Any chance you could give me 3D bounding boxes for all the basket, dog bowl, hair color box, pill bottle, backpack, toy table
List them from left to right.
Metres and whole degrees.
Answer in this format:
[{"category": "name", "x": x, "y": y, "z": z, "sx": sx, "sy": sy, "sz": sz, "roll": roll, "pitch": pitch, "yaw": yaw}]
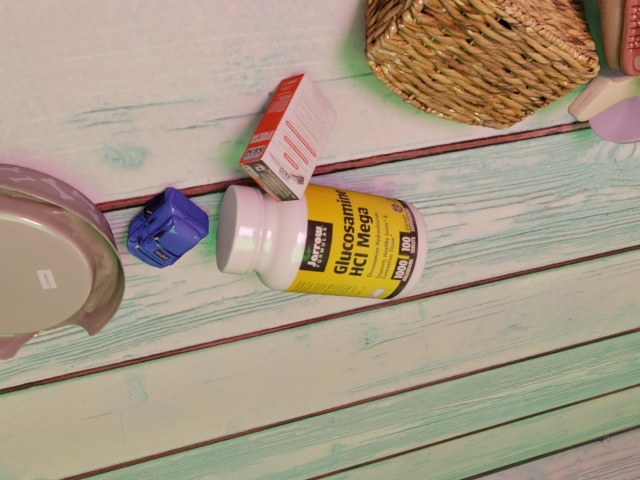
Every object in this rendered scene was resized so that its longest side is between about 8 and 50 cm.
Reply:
[{"category": "dog bowl", "x": -0.488, "y": 0.036, "z": 0.734, "sx": 0.349, "sy": 0.102, "sz": 0.349, "roll": -10, "pitch": 131, "yaw": -11}, {"category": "backpack", "x": -0.259, "y": -0.011, "z": 0.777, "sx": 0.120, "sy": 0.101, "sz": 0.098, "roll": -34, "pitch": 124, "yaw": 14}, {"category": "hair color box", "x": -0.043, "y": -0.151, "z": 0.698, "sx": 0.053, "sy": 0.167, "sz": 0.093, "roll": -2, "pitch": 145, "yaw": 40}, {"category": "pill bottle", "x": 0.000, "y": 0.000, "z": 0.814, "sx": 0.334, "sy": 0.188, "sz": 0.188, "roll": 7, "pitch": 125, "yaw": -24}, {"category": "basket", "x": 0.213, "y": -0.324, "z": 0.686, "sx": 0.299, "sy": 0.223, "sz": 0.213, "roll": 14, "pitch": 155, "yaw": -29}, {"category": "toy table", "x": 0.521, "y": -0.284, "z": 0.741, "sx": 0.161, "sy": 0.252, "sz": 0.274, "roll": 0, "pitch": 124, "yaw": -38}]

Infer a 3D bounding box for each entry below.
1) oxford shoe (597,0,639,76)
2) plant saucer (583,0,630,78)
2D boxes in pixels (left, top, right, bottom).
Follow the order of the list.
[{"category": "oxford shoe", "x": 0.379, "y": -0.389, "z": 0.608, "sx": 0.123, "sy": 0.130, "sz": 0.348, "roll": -17, "pitch": 108, "yaw": -31}, {"category": "plant saucer", "x": 0.449, "y": -0.328, "z": 0.667, "sx": 0.037, "sy": 0.195, "sz": 0.195, "roll": -6, "pitch": 132, "yaw": -38}]
